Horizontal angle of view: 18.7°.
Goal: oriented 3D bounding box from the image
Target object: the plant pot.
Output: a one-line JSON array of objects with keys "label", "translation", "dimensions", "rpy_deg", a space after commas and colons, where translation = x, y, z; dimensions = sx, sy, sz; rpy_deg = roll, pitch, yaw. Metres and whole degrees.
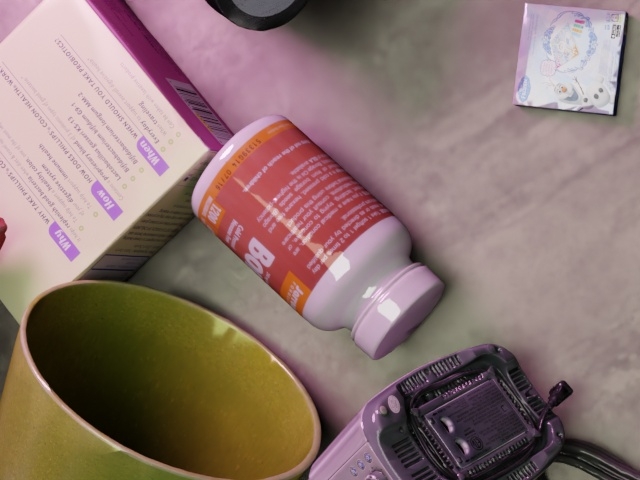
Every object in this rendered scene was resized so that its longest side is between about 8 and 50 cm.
[{"label": "plant pot", "translation": [-0.183, 0.233, 1.706], "dimensions": [0.274, 0.275, 0.294], "rpy_deg": [35, 116, 16]}]

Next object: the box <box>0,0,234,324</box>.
[{"label": "box", "translation": [-0.227, -0.076, 1.783], "dimensions": [0.243, 0.117, 0.213], "rpy_deg": [-43, 77, 12]}]

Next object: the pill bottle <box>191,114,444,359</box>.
[{"label": "pill bottle", "translation": [0.000, 0.000, 1.701], "dimensions": [0.216, 0.121, 0.121], "rpy_deg": [43, 102, 15]}]

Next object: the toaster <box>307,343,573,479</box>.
[{"label": "toaster", "translation": [0.096, 0.181, 1.624], "dimensions": [0.129, 0.227, 0.146], "rpy_deg": [55, 136, 11]}]

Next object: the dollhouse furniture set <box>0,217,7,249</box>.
[{"label": "dollhouse furniture set", "translation": [-0.451, 0.067, 1.768], "dimensions": [0.201, 0.152, 0.374], "rpy_deg": [43, 126, 19]}]

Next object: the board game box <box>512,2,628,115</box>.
[{"label": "board game box", "translation": [0.216, -0.157, 1.685], "dimensions": [0.090, 0.020, 0.090], "rpy_deg": [8, 91, 18]}]

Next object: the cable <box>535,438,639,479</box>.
[{"label": "cable", "translation": [0.317, 0.216, 1.639], "dimensions": [0.287, 0.072, 0.140], "rpy_deg": [-7, 104, 30]}]

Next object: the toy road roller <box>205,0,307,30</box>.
[{"label": "toy road roller", "translation": [-0.068, -0.360, 1.653], "dimensions": [0.240, 0.202, 0.329], "rpy_deg": [-37, 118, -7]}]
